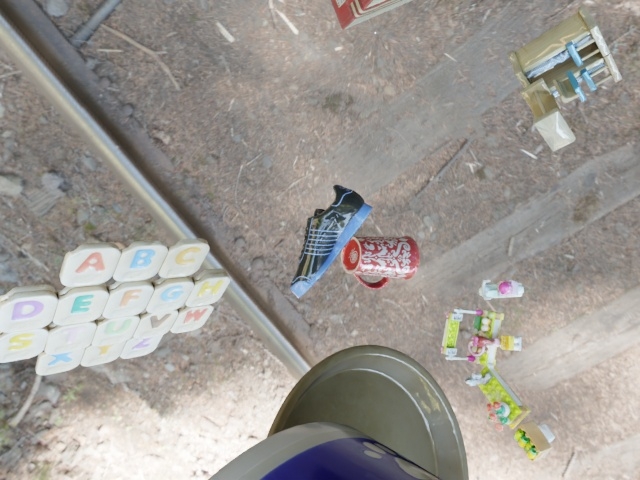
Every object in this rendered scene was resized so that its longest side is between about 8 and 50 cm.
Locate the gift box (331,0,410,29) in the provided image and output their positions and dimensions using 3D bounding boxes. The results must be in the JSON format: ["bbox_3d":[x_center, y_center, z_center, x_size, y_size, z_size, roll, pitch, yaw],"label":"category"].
[{"bbox_3d":[0.133,-0.439,0.630,0.258,0.276,0.255,-26,109,-6],"label":"gift box"}]

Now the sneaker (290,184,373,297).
[{"bbox_3d":[0.000,0.000,0.956,0.090,0.081,0.232,38,96,4],"label":"sneaker"}]

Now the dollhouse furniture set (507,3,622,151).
[{"bbox_3d":[0.404,-0.240,0.783,0.129,0.183,0.129,-29,134,33],"label":"dollhouse furniture set"}]

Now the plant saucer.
[{"bbox_3d":[0.050,0.250,0.510,0.278,0.278,0.041,50,144,-14],"label":"plant saucer"}]

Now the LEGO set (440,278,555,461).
[{"bbox_3d":[0.273,0.207,0.804,0.107,0.286,0.132,11,156,-34],"label":"LEGO set"}]

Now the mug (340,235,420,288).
[{"bbox_3d":[0.142,0.057,1.219,0.169,0.113,0.150,4,97,-30],"label":"mug"}]

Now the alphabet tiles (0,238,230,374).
[{"bbox_3d":[-0.264,0.096,0.653,0.278,0.284,0.021,-53,55,35],"label":"alphabet tiles"}]

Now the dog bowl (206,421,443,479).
[{"bbox_3d":[-0.001,0.262,0.307,0.104,0.265,0.264,11,121,45],"label":"dog bowl"}]
